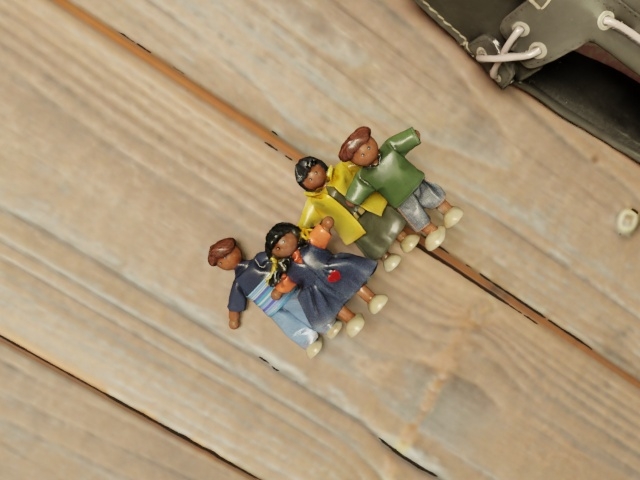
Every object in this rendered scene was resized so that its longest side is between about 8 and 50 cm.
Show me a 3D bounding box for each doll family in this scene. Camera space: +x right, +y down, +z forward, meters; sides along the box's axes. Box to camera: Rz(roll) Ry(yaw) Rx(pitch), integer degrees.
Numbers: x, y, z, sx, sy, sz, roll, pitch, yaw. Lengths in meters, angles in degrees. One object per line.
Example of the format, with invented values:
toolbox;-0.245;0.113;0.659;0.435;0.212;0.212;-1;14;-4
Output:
doll family;0.000;0.000;0.364;0.111;0.076;0.193;40;92;-13

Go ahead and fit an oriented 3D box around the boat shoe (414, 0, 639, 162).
boat shoe;0.199;-0.122;0.361;0.335;0.112;0.095;19;87;-11
